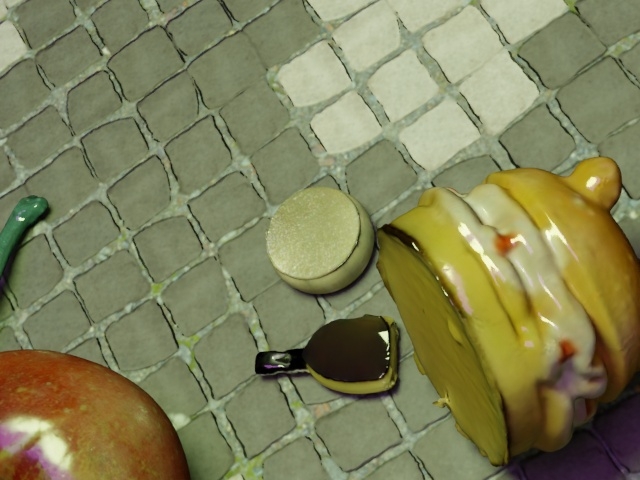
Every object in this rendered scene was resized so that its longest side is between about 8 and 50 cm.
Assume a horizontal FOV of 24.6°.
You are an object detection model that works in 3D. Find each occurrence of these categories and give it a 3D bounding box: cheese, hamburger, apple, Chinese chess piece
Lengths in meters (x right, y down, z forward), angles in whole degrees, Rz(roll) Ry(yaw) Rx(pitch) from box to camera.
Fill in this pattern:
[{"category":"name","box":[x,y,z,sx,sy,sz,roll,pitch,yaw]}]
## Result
[{"category":"cheese","box":[0.004,0.127,1.584,0.163,0.036,0.086,-7,68,20]},{"category":"hamburger","box":[0.205,0.056,1.414,0.237,0.276,0.276,-27,58,-12]},{"category":"apple","box":[-0.298,0.275,1.497,0.349,0.277,0.348,-2,80,13]},{"category":"Chinese chess piece","box":[0.000,0.000,1.635,0.122,0.051,0.122,-10,64,21]}]

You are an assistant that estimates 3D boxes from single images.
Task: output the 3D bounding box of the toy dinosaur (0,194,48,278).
[{"category":"toy dinosaur","box":[-0.502,0.121,1.780,0.384,0.129,0.330,-22,40,25]}]
